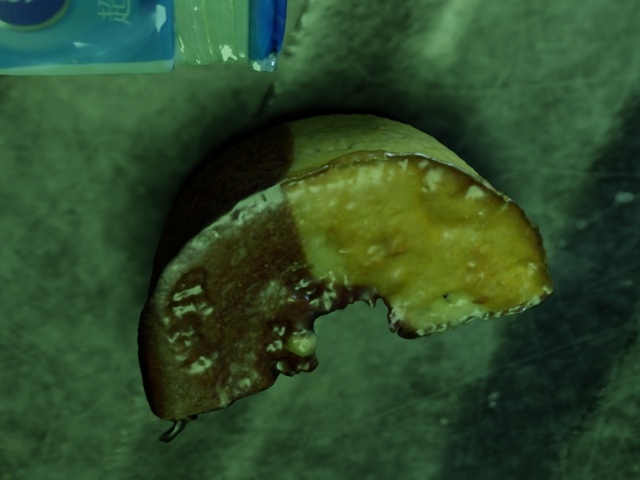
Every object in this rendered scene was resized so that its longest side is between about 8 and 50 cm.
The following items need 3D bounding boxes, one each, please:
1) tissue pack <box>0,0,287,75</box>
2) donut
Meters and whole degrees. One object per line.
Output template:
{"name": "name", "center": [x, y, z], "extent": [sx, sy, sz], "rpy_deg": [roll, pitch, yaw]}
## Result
{"name": "tissue pack", "center": [-0.085, -0.223, 0.706], "extent": [0.146, 0.198, 0.263], "rpy_deg": [-2, 126, -8]}
{"name": "donut", "center": [0.002, 0.000, 0.959], "extent": [0.217, 0.085, 0.141], "rpy_deg": [-15, 127, -3]}
